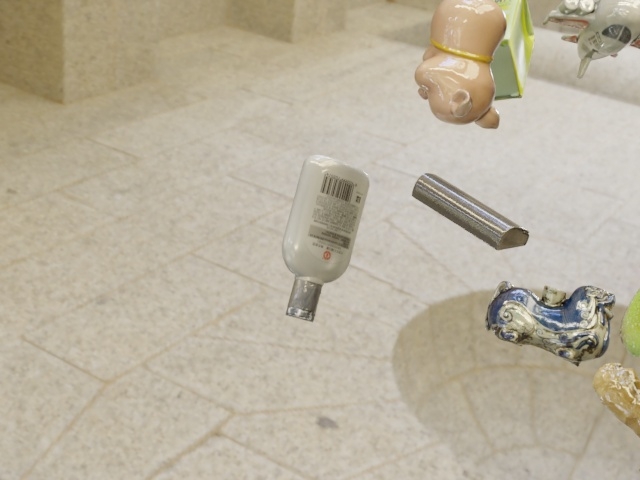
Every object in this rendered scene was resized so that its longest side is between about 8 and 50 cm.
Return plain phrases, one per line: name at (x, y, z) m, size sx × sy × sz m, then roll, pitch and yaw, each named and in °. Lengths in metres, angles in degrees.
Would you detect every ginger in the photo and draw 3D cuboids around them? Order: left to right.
ginger at (0.539, 0.316, 1.424) m, size 0.147 × 0.334 × 0.081 m, roll -16°, pitch -31°, yaw -11°

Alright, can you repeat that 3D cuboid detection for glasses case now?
glasses case at (0.231, -0.046, 1.483) m, size 0.072 × 0.190 × 0.042 m, roll -2°, pitch -60°, yaw -46°

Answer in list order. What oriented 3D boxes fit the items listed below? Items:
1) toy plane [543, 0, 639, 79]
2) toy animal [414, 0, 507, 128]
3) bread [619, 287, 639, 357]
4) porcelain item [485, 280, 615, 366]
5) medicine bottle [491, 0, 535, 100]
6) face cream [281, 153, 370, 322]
toy plane at (0.568, -0.412, 1.902) m, size 0.252 × 0.252 × 0.118 m, roll 40°, pitch -116°, yaw -62°
toy animal at (0.247, -0.323, 1.658) m, size 0.165 × 0.149 × 0.248 m, roll 3°, pitch -90°, yaw -48°
bread at (0.652, 0.100, 1.717) m, size 0.301 × 0.045 × 0.301 m, roll -44°, pitch 10°, yaw 10°
porcelain item at (0.531, 0.174, 2.220) m, size 0.138 × 0.288 × 0.186 m, roll 27°, pitch -100°, yaw -64°
medicine bottle at (0.343, -0.401, 1.940) m, size 0.250 × 0.137 × 0.141 m, roll -67°, pitch -37°, yaw -46°
face cream at (0.000, 0.000, 1.713) m, size 0.144 × 0.071 × 0.291 m, roll 16°, pitch -97°, yaw -31°
